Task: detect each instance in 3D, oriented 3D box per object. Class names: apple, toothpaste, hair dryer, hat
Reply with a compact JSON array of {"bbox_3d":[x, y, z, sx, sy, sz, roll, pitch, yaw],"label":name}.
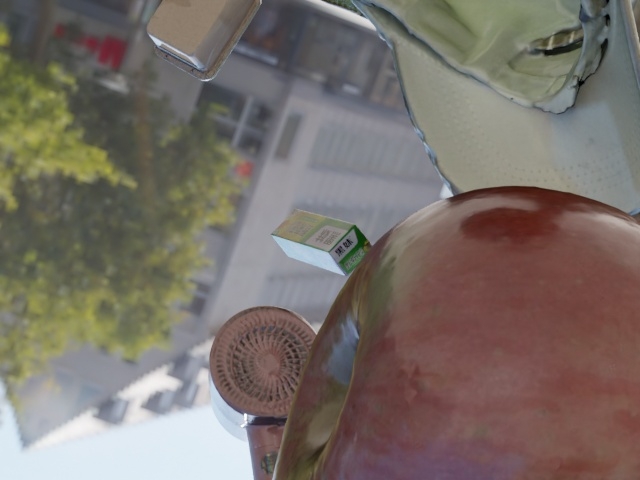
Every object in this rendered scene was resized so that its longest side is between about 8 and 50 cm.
[{"bbox_3d":[0.127,0.132,0.995,0.269,0.345,0.345,17,-173,-10],"label":"apple"},{"bbox_3d":[0.000,0.000,1.640,0.037,0.043,0.178,51,168,-18],"label":"toothpaste"},{"bbox_3d":[-0.050,0.264,1.704,0.125,0.353,0.210,-5,165,-6],"label":"hair dryer"},{"bbox_3d":[0.187,-0.161,1.178,0.168,0.301,0.257,-20,179,-43],"label":"hat"}]

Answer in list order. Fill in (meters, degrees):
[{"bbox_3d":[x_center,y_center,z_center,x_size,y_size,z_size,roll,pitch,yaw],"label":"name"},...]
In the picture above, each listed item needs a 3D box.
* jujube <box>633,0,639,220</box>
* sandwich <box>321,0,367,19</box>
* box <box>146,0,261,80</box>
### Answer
[{"bbox_3d":[0.268,-0.077,1.363,0.226,0.317,0.226,10,155,4],"label":"jujube"},{"bbox_3d":[0.118,-0.297,1.701,0.235,0.122,0.128,-24,-127,-23],"label":"sandwich"},{"bbox_3d":[-0.136,-0.255,1.765,0.089,0.122,0.062,31,175,21],"label":"box"}]
